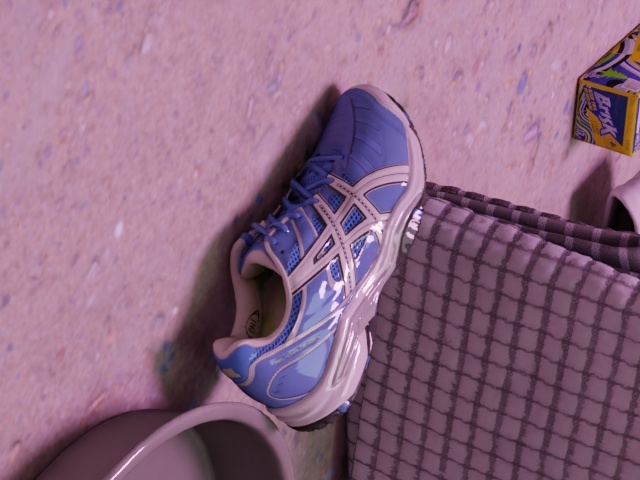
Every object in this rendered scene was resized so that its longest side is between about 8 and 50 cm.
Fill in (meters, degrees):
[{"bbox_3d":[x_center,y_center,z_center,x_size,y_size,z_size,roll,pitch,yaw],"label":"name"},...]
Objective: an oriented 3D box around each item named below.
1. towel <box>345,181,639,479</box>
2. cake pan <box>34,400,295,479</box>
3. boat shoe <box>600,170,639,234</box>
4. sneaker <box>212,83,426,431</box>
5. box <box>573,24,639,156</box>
[{"bbox_3d":[0.142,0.106,1.273,0.121,0.235,0.284,-39,141,-52],"label":"towel"},{"bbox_3d":[-0.113,0.221,1.064,0.293,0.054,0.293,-42,142,-44],"label":"cake pan"},{"bbox_3d":[0.264,0.032,1.635,0.084,0.095,0.258,-20,137,-19],"label":"boat shoe"},{"bbox_3d":[0.000,0.000,1.100,0.081,0.080,0.211,30,65,-35],"label":"sneaker"},{"bbox_3d":[0.268,-0.133,1.546,0.169,0.054,0.059,-39,140,-45],"label":"box"}]
